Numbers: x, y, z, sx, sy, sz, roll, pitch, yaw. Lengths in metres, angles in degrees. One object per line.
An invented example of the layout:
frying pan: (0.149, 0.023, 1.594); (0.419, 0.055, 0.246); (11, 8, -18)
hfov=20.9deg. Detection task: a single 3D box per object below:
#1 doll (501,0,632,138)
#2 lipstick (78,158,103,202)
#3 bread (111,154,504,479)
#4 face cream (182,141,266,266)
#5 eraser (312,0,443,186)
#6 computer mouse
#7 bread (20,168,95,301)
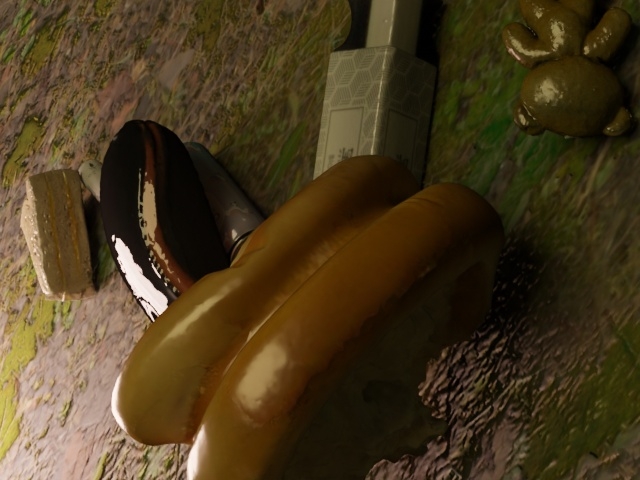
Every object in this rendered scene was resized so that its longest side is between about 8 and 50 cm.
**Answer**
doll: (0.263, -0.200, 1.847); (0.137, 0.097, 0.209); (-3, 69, 8)
lipstick: (-0.283, -0.062, 2.349); (0.141, 0.040, 0.040); (43, 107, 43)
bread: (0.005, 0.101, 1.778); (0.245, 0.329, 0.424); (29, 62, 34)
face cream: (-0.121, -0.033, 2.161); (0.075, 0.075, 0.229); (-55, 47, 15)
eraser: (0.059, -0.094, 1.994); (0.096, 0.098, 0.404); (0, 77, 42)
computer mouse: (-0.194, 0.010, 2.118); (0.183, 0.116, 0.323); (137, 114, -69)
bread: (-0.349, -0.006, 2.347); (0.152, 0.077, 0.105); (61, 145, 35)
